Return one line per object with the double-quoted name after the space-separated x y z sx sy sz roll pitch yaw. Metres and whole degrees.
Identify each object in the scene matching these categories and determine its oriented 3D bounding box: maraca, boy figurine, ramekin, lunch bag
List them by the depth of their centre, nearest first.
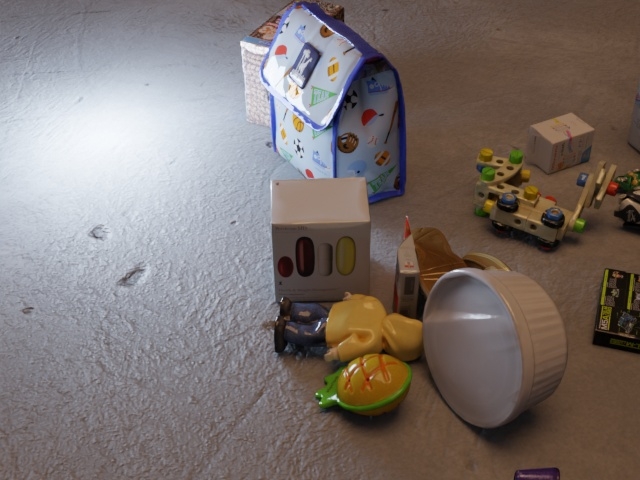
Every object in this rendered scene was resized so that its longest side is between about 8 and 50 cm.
0.303 0.173 1.608 0.127 0.273 0.273 -10 38 -29 "ramekin"
0.075 0.252 1.643 0.186 0.099 0.127 -9 27 34 "maraca"
0.061 0.162 1.757 0.285 0.092 0.177 4 38 6 "boy figurine"
0.027 -0.307 2.112 0.239 0.385 0.328 -20 43 -23 "lunch bag"

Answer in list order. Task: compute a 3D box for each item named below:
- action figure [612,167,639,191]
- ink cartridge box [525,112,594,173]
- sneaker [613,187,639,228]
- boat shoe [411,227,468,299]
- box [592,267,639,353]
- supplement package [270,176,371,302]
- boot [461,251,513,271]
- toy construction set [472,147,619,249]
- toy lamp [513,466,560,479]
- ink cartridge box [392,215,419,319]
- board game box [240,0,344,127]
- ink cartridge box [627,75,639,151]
0.781 -0.142 2.149 0.232 0.063 0.137 -8 42 -3 "action figure"
0.560 -0.228 2.234 0.143 0.092 0.090 -20 43 -20 "ink cartridge box"
0.709 -0.044 1.998 0.153 0.094 0.235 -5 38 -2 "sneaker"
0.230 0.074 1.847 0.098 0.096 0.277 -3 28 -3 "boat shoe"
0.626 0.141 1.807 0.184 0.045 0.190 9 40 16 "box"
0.000 0.000 1.871 0.194 0.203 0.149 -2 38 -1 "supplement package"
0.310 0.114 1.826 0.165 0.077 0.213 -29 46 -27 "boot"
0.473 -0.099 2.044 0.328 0.151 0.215 10 38 30 "toy construction set"
0.436 0.405 1.455 0.275 0.080 0.080 10 40 11 "toy lamp"
0.159 0.059 1.839 0.045 0.145 0.179 -3 38 -5 "ink cartridge box"
-0.065 -0.456 2.424 0.141 0.232 0.291 18 43 22 "board game box"
0.870 -0.353 2.211 0.226 0.306 0.131 -13 39 -15 "ink cartridge box"
